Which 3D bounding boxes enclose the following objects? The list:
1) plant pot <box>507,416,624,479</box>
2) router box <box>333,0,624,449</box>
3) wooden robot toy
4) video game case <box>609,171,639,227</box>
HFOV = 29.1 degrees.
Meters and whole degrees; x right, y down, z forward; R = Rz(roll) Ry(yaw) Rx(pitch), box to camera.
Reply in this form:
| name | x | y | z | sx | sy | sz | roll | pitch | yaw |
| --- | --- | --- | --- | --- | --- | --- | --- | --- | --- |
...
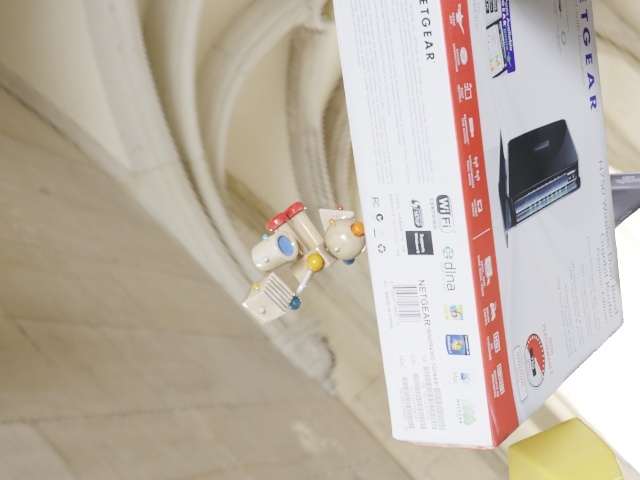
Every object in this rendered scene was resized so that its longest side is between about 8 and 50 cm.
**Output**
| name | x | y | z | sx | sy | sz | roll | pitch | yaw |
| --- | --- | --- | --- | --- | --- | --- | --- | --- | --- |
| plant pot | 0.225 | 0.220 | 1.094 | 0.081 | 0.083 | 0.081 | -18 | -64 | -22 |
| router box | 0.136 | -0.052 | 0.953 | 0.082 | 0.335 | 0.301 | -2 | 13 | 32 |
| wooden robot toy | 0.000 | 0.000 | 1.050 | 0.079 | 0.076 | 0.173 | -30 | 5 | 41 |
| video game case | 0.217 | -0.013 | 1.351 | 0.274 | 0.026 | 0.196 | -3 | -27 | -29 |
